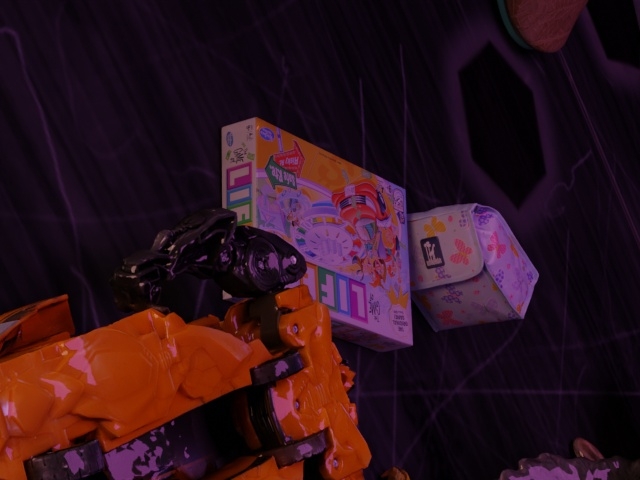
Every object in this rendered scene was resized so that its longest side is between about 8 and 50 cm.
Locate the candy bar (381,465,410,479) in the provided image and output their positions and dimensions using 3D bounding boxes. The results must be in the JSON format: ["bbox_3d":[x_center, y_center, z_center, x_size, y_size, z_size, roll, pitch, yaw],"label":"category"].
[{"bbox_3d":[0.031,0.199,0.988,0.040,0.018,0.161,57,37,-31],"label":"candy bar"}]

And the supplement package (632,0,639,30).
[{"bbox_3d":[0.408,-0.213,1.582,0.262,0.145,0.204,-10,86,-57],"label":"supplement package"}]

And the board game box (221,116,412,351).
[{"bbox_3d":[0.000,0.000,1.012,0.154,0.026,0.103,22,61,-51],"label":"board game box"}]

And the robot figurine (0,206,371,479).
[{"bbox_3d":[-0.078,0.101,0.808,0.291,0.085,0.211,-18,93,-56],"label":"robot figurine"}]

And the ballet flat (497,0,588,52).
[{"bbox_3d":[0.203,-0.312,1.340,0.116,0.124,0.342,34,51,-44],"label":"ballet flat"}]

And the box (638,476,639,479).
[{"bbox_3d":[0.304,0.189,1.044,0.233,0.044,0.159,38,51,-1],"label":"box"}]

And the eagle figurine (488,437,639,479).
[{"bbox_3d":[0.207,0.244,1.079,0.298,0.226,0.225,-8,106,-63],"label":"eagle figurine"}]

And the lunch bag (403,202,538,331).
[{"bbox_3d":[0.087,0.014,1.094,0.083,0.071,0.053,57,42,-29],"label":"lunch bag"}]
